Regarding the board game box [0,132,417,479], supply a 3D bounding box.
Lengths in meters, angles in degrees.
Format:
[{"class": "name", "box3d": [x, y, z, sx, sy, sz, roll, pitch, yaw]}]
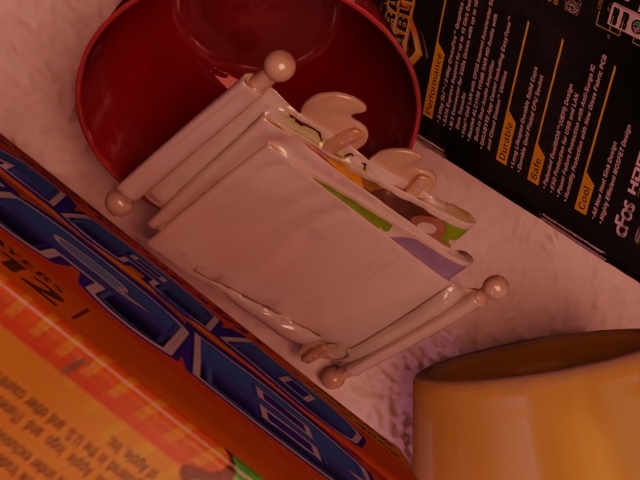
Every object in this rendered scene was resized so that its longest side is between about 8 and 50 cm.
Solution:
[{"class": "board game box", "box3d": [-0.195, 0.149, 0.517, 0.356, 0.356, 0.356, 39, 89, -2]}]

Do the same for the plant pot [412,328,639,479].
[{"class": "plant pot", "box3d": [0.159, 0.186, 0.765, 0.254, 0.254, 0.239, -11, 90, -15]}]

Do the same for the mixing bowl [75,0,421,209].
[{"class": "mixing bowl", "box3d": [-0.037, -0.101, 0.677, 0.181, 0.098, 0.181, 1, 139, 1]}]

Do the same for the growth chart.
[{"class": "growth chart", "box3d": [0.000, 0.000, 0.699, 0.172, 0.021, 0.237, -28, 130, 28]}]

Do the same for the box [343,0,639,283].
[{"class": "box", "box3d": [0.140, -0.167, 0.598, 0.079, 0.257, 0.322, -17, 130, -35]}]
